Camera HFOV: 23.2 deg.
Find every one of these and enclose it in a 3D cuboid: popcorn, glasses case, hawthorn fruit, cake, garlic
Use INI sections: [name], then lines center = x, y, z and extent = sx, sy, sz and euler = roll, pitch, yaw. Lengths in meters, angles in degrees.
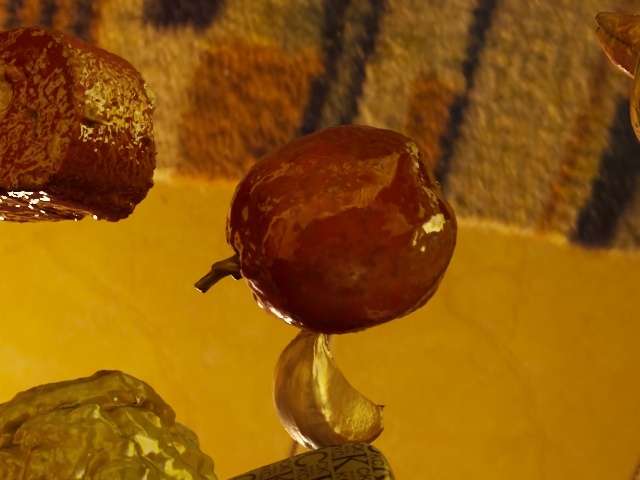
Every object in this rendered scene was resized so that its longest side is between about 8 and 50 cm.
[popcorn]
center = -0.202, 0.236, 1.325
extent = 0.225, 0.249, 0.249
euler = -23, 127, 32
[glasses case]
center = -0.086, 0.317, 1.689
extent = 0.354, 0.137, 0.085
euler = -22, 114, 1
[hawthorn fruit]
center = 0.000, 0.000, 1.496
extent = 0.253, 0.205, 0.205
euler = -22, 125, -16
[cake]
center = -0.303, -0.117, 1.633
extent = 0.283, 0.177, 0.151
euler = -2, 166, 37
[garlic]
center = -0.005, 0.205, 2.009
extent = 0.128, 0.115, 0.207
euler = -10, 130, 19

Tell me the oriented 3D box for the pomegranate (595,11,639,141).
[pomegranate]
center = 0.394, -0.179, 1.663
extent = 0.214, 0.248, 0.214
euler = -37, 144, -34
